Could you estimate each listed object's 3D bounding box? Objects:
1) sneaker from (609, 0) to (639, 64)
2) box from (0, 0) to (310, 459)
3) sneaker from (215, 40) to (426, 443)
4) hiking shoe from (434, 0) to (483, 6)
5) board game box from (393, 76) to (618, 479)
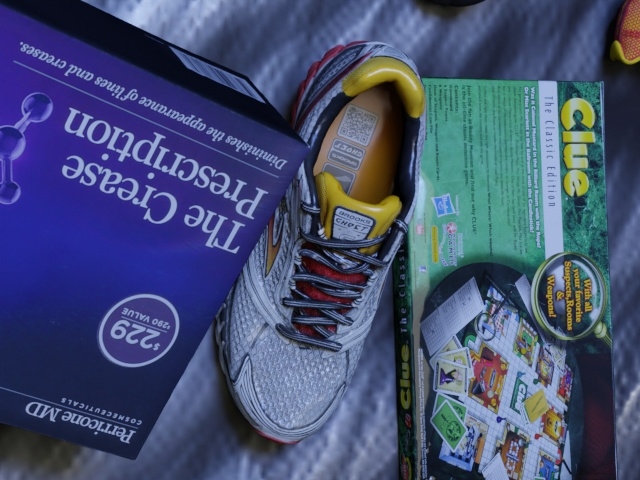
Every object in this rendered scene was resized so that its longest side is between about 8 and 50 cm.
[{"bbox_3d":[0.261,-0.108,0.842,0.175,0.064,0.067,19,101,-12],"label":"sneaker"},{"bbox_3d":[-0.166,-0.029,0.600,0.261,0.103,0.184,22,107,-31],"label":"box"},{"bbox_3d":[0.000,0.000,0.712,0.088,0.093,0.225,13,93,-10],"label":"sneaker"},{"bbox_3d":[0.161,-0.205,0.788,0.227,0.086,0.114,-39,144,6],"label":"hiking shoe"},{"bbox_3d":[0.110,0.033,0.791,0.136,0.030,0.260,0,87,-17],"label":"board game box"}]
